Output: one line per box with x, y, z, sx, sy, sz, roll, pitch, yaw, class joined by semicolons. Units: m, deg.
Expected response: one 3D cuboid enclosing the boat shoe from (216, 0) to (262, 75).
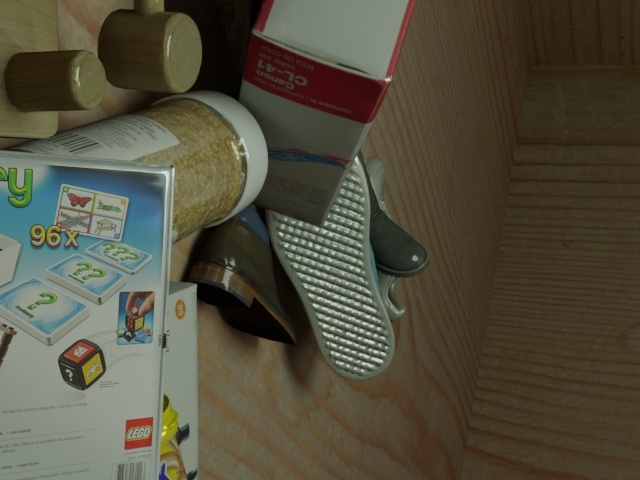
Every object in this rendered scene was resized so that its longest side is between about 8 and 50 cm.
-0.086;-0.240;0.948;0.050;0.045;0.135;-60;162;-52;boat shoe

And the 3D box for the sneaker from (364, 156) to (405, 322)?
0.095;0.004;1.375;0.099;0.121;0.262;14;81;-70;sneaker

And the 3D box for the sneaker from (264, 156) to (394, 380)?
0.000;0.000;1.168;0.150;0.135;0.365;-118;-165;-66;sneaker

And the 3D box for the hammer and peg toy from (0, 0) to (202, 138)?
-0.207;-0.193;0.518;0.361;0.127;0.265;-14;105;-69;hammer and peg toy

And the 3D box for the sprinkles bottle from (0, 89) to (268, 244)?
-0.164;-0.031;0.675;0.355;0.121;0.121;-38;130;-63;sprinkles bottle

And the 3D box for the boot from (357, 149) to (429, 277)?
0.062;-0.058;1.219;0.076;0.190;0.208;-44;148;-25;boot

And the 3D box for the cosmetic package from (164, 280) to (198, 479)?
-0.157;0.162;0.818;0.099;0.060;0.239;-26;118;-68;cosmetic package

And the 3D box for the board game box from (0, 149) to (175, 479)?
-0.219;0.048;0.430;0.305;0.053;0.192;2;93;-38;board game box

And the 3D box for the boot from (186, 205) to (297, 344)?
-0.067;0.043;1.006;0.219;0.082;0.106;52;48;-58;boot

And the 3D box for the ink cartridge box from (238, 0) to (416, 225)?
0.001;-0.182;0.898;0.306;0.131;0.226;120;-12;-64;ink cartridge box

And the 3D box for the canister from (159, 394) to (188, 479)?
-0.160;0.221;0.722;0.126;0.073;0.169;-25;113;-32;canister
